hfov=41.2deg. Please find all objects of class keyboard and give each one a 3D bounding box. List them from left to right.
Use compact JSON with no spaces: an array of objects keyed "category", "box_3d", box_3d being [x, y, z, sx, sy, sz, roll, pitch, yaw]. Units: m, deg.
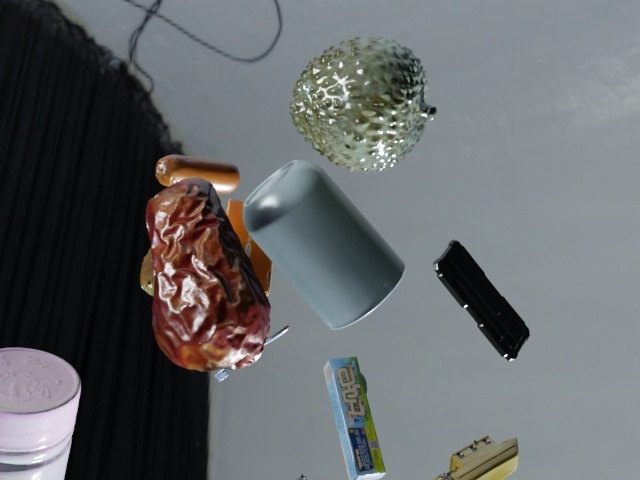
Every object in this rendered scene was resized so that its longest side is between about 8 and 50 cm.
[{"category":"keyboard","box_3d":[0.323,0.121,1.701,0.262,0.106,0.016,50,142,-10]}]

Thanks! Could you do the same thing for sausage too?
[{"category":"sausage","box_3d":[-0.262,-0.140,1.819,0.197,0.076,0.076,4,157,-40]}]

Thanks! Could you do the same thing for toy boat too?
[{"category":"toy boat","box_3d":[0.278,0.409,1.539,0.200,0.077,0.057,-19,125,-30]}]

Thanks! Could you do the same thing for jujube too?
[{"category":"jujube","box_3d":[-0.208,0.059,1.481,0.216,0.342,0.216,-13,165,-4]}]

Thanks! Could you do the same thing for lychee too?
[{"category":"lychee","box_3d":[0.081,-0.253,1.590,0.274,0.255,0.255,8,155,19]}]

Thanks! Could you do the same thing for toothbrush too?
[{"category":"toothbrush","box_3d":[-0.132,0.216,1.635,0.193,0.019,0.013,-37,172,20]}]

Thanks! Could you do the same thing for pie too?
[{"category":"pie","box_3d":[-0.338,0.042,1.917,0.195,0.195,0.046,-22,132,37]}]

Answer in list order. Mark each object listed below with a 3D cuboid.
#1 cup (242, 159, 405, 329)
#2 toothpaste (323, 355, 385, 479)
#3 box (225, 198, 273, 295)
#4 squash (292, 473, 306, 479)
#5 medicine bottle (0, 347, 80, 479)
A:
[{"category":"cup","box_3d":[0.000,0.000,1.705,0.205,0.205,0.312,-28,108,42]},{"category":"toothpaste","box_3d":[0.062,0.280,1.343,0.070,0.194,0.044,-4,151,-19]},{"category":"box","box_3d":[-0.202,0.049,2.218,0.143,0.225,0.341,10,165,-7]},{"category":"squash","box_3d":[-0.035,0.485,1.528,0.052,0.183,0.052,-3,116,-5]},{"category":"medicine bottle","box_3d":[-0.536,0.367,1.465,0.202,0.202,0.316,10,111,-15]}]
